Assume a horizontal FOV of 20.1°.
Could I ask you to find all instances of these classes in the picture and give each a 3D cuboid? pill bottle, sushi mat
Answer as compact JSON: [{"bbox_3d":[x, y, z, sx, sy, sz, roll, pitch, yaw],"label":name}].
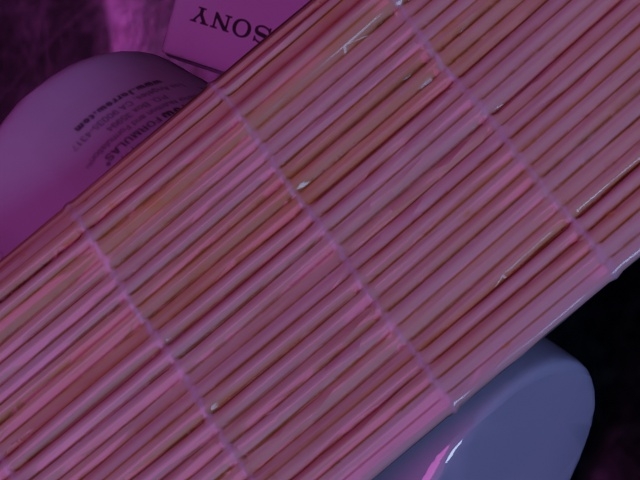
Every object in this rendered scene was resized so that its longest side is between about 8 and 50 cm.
[{"bbox_3d":[-0.018,0.032,0.673,0.229,0.131,0.131,33,106,32],"label":"pill bottle"},{"bbox_3d":[0.000,0.000,0.590,0.316,0.019,0.151,-40,65,2],"label":"sushi mat"}]

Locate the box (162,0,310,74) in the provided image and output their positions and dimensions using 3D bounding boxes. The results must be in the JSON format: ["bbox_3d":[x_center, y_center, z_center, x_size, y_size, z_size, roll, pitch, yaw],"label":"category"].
[{"bbox_3d":[0.078,-0.190,0.662,0.232,0.058,0.322,21,100,35],"label":"box"}]
